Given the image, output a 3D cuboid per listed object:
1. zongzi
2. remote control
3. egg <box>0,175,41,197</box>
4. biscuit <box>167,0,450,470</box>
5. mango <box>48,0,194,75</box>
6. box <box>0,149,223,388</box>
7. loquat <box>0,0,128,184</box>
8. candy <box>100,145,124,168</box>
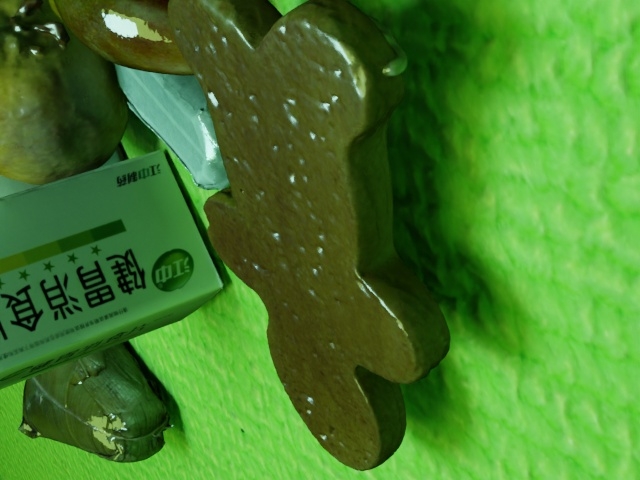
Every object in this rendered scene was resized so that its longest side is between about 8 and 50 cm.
[{"bbox_3d":[-0.321,0.151,1.614,0.274,0.145,0.300,4,94,47],"label":"zongzi"},{"bbox_3d":[-0.140,-0.136,1.104,0.247,0.052,0.104,46,148,40],"label":"remote control"},{"bbox_3d":[-0.418,-0.035,1.444,0.336,0.278,0.278,34,146,9],"label":"egg"},{"bbox_3d":[0.001,0.000,0.878,0.283,0.064,0.432,29,140,47],"label":"biscuit"},{"bbox_3d":[-0.166,-0.210,0.998,0.267,0.133,0.111,28,122,49],"label":"mango"},{"bbox_3d":[-0.285,0.041,1.206,0.145,0.333,0.173,-33,80,56],"label":"box"},{"bbox_3d":[-0.311,-0.166,1.219,0.238,0.193,0.238,165,90,-82],"label":"loquat"},{"bbox_3d":[-0.286,-0.091,1.348,0.103,0.103,0.043,62,153,7],"label":"candy"}]
